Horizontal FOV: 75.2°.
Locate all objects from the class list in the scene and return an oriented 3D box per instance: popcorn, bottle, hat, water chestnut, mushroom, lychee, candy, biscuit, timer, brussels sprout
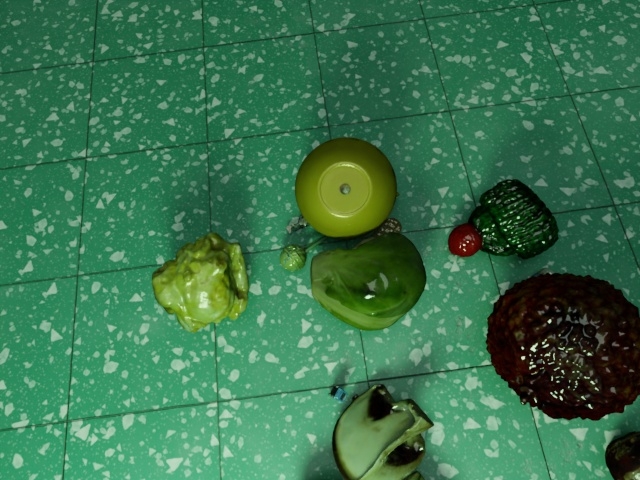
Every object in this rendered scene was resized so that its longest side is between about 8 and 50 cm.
[{"bbox_3d":[-0.381,0.129,1.372,0.313,0.312,0.311,-1,71,2],"label":"popcorn"},{"bbox_3d":[0.704,0.172,1.422,0.217,0.060,0.060,-32,73,-7],"label":"bottle"},{"bbox_3d":[0.605,-0.032,1.437,0.332,0.242,0.274,-31,47,15],"label":"hat"},{"bbox_3d":[0.938,0.635,1.179,0.224,0.223,0.238,17,36,8],"label":"water chestnut"},{"bbox_3d":[0.187,0.591,1.269,0.292,0.212,0.217,-49,31,-2],"label":"mushroom"},{"bbox_3d":[0.690,0.305,1.198,0.500,0.424,0.424,-25,70,-29],"label":"lychee"},{"bbox_3d":[0.000,0.000,1.510,0.336,0.092,0.093,-31,36,-16],"label":"candy"},{"bbox_3d":[0.238,-0.024,1.529,0.071,0.018,0.147,42,78,14],"label":"biscuit"},{"bbox_3d":[0.091,-0.174,1.426,0.377,0.387,0.375,1,99,6],"label":"timer"},{"bbox_3d":[0.152,0.129,1.345,0.372,0.275,0.314,-11,67,-1],"label":"brussels sprout"}]

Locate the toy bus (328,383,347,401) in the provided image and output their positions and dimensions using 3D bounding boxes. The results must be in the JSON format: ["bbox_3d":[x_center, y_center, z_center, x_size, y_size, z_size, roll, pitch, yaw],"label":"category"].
[{"bbox_3d":[0.057,0.488,1.325,0.046,0.083,0.038,30,74,0],"label":"toy bus"}]

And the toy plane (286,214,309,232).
[{"bbox_3d":[-0.072,-0.066,1.552,0.121,0.031,0.049,-20,80,-7],"label":"toy plane"}]

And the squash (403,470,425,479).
[{"bbox_3d":[0.315,0.808,1.180,0.133,0.132,0.247,-36,75,-10],"label":"squash"}]
